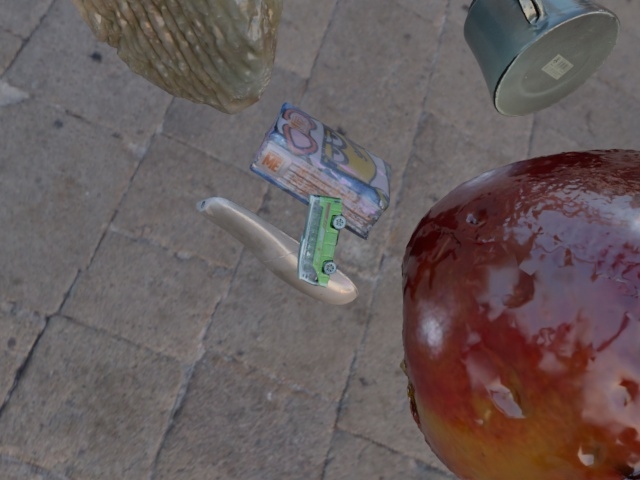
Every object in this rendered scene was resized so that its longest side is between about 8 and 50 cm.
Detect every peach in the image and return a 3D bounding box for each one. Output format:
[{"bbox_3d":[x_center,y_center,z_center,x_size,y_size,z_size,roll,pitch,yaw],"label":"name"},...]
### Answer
[{"bbox_3d":[0.283,0.096,0.736,0.416,0.339,0.353,-1,29,12],"label":"peach"}]

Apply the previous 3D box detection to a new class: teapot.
[{"bbox_3d":[0.235,-0.256,0.951,0.239,0.162,0.149,33,28,-60],"label":"teapot"}]

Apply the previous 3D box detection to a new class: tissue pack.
[{"bbox_3d":[0.005,-0.082,0.939,0.155,0.065,0.115,32,25,-10],"label":"tissue pack"}]

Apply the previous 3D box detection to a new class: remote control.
[{"bbox_3d":[-0.050,0.019,0.979,0.229,0.073,0.044,34,71,-26],"label":"remote control"}]

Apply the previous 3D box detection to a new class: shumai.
[{"bbox_3d":[-0.141,-0.340,1.035,0.314,0.267,0.262,51,51,-25],"label":"shumai"}]

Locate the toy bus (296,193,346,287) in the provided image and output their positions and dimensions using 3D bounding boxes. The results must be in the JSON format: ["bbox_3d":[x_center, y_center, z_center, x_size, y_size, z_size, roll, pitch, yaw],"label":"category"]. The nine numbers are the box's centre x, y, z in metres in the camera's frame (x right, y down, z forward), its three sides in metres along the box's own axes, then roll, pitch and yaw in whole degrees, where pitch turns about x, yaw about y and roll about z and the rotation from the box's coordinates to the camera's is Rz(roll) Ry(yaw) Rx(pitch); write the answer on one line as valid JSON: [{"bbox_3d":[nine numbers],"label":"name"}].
[{"bbox_3d":[0.000,0.000,0.763,0.037,0.031,0.083,10,98,-9],"label":"toy bus"}]

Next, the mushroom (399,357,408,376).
[{"bbox_3d":[0.262,0.203,1.191,0.278,0.163,0.297,24,42,1],"label":"mushroom"}]
